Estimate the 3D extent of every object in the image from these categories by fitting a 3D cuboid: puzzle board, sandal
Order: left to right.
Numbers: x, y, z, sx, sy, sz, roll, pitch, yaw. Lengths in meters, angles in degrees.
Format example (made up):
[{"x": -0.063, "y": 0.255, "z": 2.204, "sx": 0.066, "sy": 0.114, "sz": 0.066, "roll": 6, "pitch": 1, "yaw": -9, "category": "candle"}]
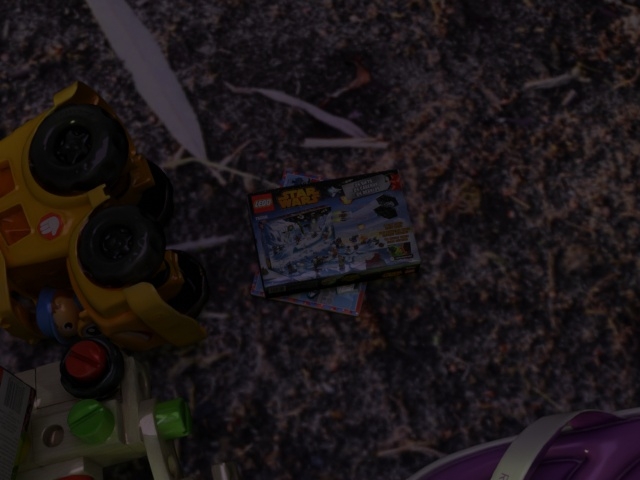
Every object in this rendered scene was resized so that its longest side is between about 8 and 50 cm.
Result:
[{"x": 0.000, "y": 0.000, "z": 1.144, "sx": 0.096, "sy": 0.011, "sz": 0.128, "roll": 11, "pitch": 63, "yaw": 7, "category": "puzzle board"}, {"x": 0.192, "y": 0.201, "z": 0.981, "sx": 0.416, "sy": 0.102, "sz": 0.169, "roll": -22, "pitch": 64, "yaw": -10, "category": "sandal"}]

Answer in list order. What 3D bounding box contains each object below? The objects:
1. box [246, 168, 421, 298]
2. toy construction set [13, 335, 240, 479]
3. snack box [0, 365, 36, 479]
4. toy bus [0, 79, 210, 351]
[{"x": 0.010, "y": -0.007, "z": 1.125, "sx": 0.137, "sy": 0.027, "sz": 0.094, "roll": -9, "pitch": 64, "yaw": -5, "category": "box"}, {"x": -0.202, "y": 0.198, "z": 0.962, "sx": 0.327, "sy": 0.151, "sz": 0.215, "roll": -8, "pitch": 62, "yaw": -3, "category": "toy construction set"}, {"x": -0.304, "y": 0.183, "z": 0.879, "sx": 0.174, "sy": 0.070, "sz": 0.207, "roll": 2, "pitch": 68, "yaw": 16, "category": "snack box"}, {"x": -0.221, "y": 0.012, "z": 1.077, "sx": 0.211, "sy": 0.149, "sz": 0.220, "roll": -26, "pitch": 67, "yaw": 2, "category": "toy bus"}]
